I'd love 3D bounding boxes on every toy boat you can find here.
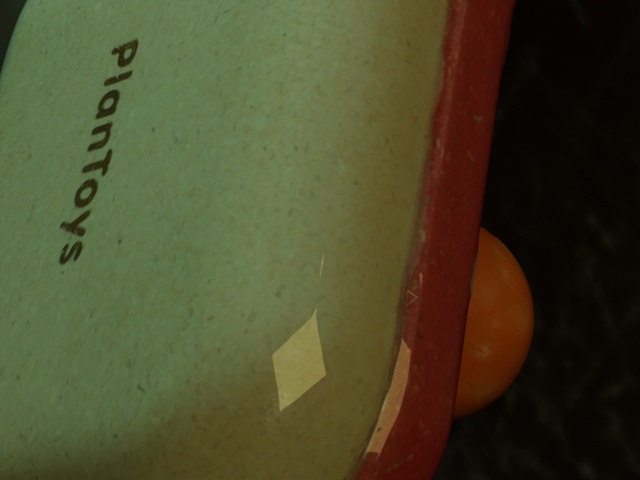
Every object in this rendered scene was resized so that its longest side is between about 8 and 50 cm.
[{"bbox_3d":[0.000,0.000,0.458,0.151,0.151,0.231,33,58,-39],"label":"toy boat"}]
